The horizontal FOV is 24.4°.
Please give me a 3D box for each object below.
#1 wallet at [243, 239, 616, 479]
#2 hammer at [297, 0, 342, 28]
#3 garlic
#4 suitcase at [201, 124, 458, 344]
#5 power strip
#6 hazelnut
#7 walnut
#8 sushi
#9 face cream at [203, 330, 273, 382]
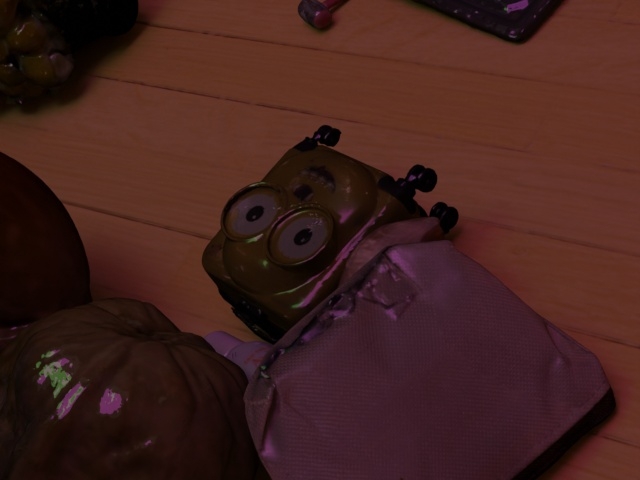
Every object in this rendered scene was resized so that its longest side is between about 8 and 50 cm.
[{"bbox_3d":[0.089,0.161,1.353,0.335,0.068,0.275,-40,88,-18],"label":"wallet"},{"bbox_3d":[0.014,-0.305,1.899,0.083,0.031,0.052,-33,47,-14],"label":"hammer"},{"bbox_3d":[0.066,0.067,1.455,0.087,0.101,0.196,5,87,47],"label":"garlic"},{"bbox_3d":[0.000,0.000,1.570,0.194,0.143,0.235,28,71,41],"label":"suitcase"},{"bbox_3d":[0.220,-0.386,1.806,0.257,0.092,0.251,30,68,38],"label":"power strip"},{"bbox_3d":[-0.413,0.060,1.633,0.372,0.372,0.315,-5,9,25],"label":"hazelnut"},{"bbox_3d":[-0.207,0.201,1.432,0.277,0.282,0.253,-56,2,11],"label":"walnut"},{"bbox_3d":[-0.464,-0.361,2.005,0.328,0.329,0.285,28,65,36],"label":"sushi"},{"bbox_3d":[-0.027,0.162,1.495,0.269,0.082,0.082,25,68,39],"label":"face cream"}]
